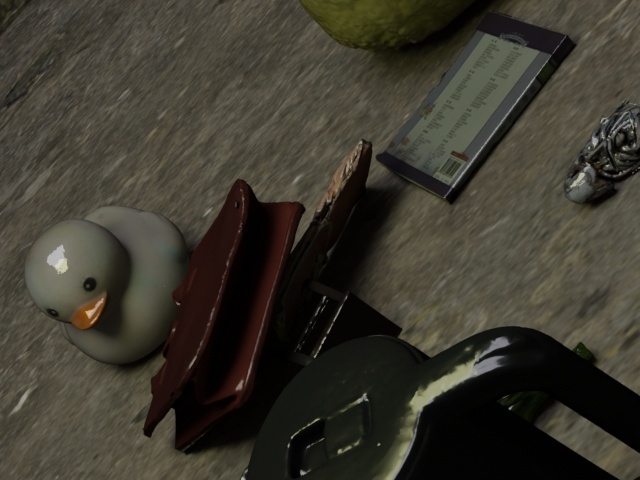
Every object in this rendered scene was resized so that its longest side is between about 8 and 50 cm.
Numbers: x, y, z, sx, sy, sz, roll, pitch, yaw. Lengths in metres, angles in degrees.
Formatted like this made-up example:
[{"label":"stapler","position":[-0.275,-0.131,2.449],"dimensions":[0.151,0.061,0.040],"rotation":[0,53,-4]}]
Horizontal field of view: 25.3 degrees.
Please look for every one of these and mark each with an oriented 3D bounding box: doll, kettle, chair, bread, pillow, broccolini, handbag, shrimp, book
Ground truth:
[{"label":"doll","position":[-0.289,0.041,1.848],"dimensions":[0.221,0.221,0.251],"rotation":[-38,34,19]},{"label":"kettle","position":[0.129,0.214,1.064],"dimensions":[0.262,0.308,0.203],"rotation":[-8,52,48]},{"label":"chair","position":[0.044,0.119,1.479],"dimensions":[0.212,0.084,0.101],"rotation":[18,76,56]},{"label":"bread","position":[0.103,-0.389,1.791],"dimensions":[0.320,0.237,0.320],"rotation":[-18,58,32]},{"label":"pillow","position":[0.000,0.000,1.632],"dimensions":[0.232,0.043,0.126],"rotation":[-62,-6,-19]},{"label":"broccolini","position":[0.168,0.168,1.311],"dimensions":[0.203,0.091,0.068],"rotation":[-29,80,11]},{"label":"handbag","position":[-0.117,0.091,1.609],"dimensions":[0.275,0.084,0.260],"rotation":[137,150,-64]},{"label":"shrimp","position":[0.302,-0.100,1.407],"dimensions":[0.165,0.056,0.065],"rotation":[-47,15,25]},{"label":"book","position":[0.176,-0.157,1.651],"dimensions":[0.231,0.026,0.157],"rotation":[-52,35,-2]}]
